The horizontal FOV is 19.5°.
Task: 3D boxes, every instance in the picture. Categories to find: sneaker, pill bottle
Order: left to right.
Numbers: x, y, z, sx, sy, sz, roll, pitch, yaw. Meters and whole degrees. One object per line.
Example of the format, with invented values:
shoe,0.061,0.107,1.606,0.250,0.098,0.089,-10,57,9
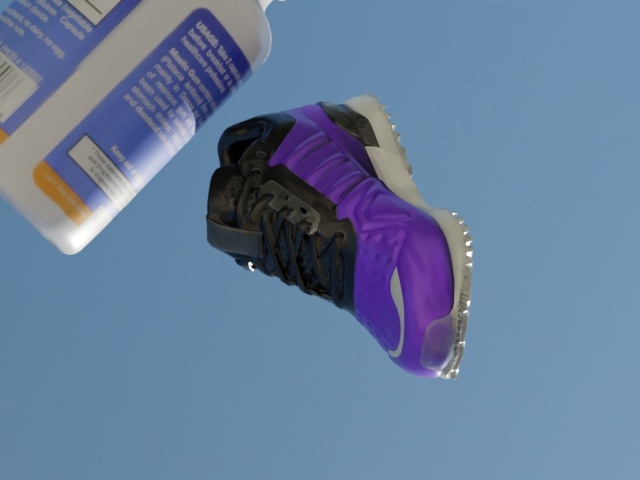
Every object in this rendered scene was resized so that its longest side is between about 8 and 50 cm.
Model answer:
pill bottle,-0.131,-0.135,1.278,0.152,0.152,0.272,45,-97,-7
sneaker,0.000,0.001,1.224,0.146,0.102,0.293,-2,-150,-16
